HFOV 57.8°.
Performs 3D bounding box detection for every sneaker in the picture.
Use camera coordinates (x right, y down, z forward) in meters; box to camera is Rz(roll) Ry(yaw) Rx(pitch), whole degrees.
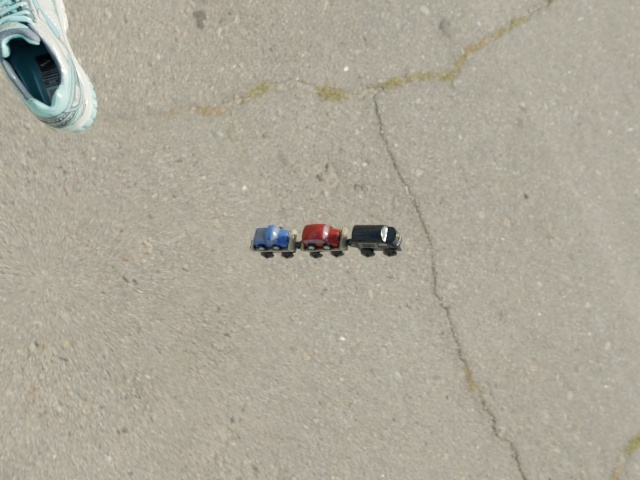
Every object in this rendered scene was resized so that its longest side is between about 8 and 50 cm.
[{"bbox_3d":[-0.400,-0.287,0.789,0.110,0.122,0.283,-28,96,-2],"label":"sneaker"}]

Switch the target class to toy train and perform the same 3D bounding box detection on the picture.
[{"bbox_3d":[0.000,0.000,0.558,0.036,0.158,0.027,55,39,-55],"label":"toy train"}]
